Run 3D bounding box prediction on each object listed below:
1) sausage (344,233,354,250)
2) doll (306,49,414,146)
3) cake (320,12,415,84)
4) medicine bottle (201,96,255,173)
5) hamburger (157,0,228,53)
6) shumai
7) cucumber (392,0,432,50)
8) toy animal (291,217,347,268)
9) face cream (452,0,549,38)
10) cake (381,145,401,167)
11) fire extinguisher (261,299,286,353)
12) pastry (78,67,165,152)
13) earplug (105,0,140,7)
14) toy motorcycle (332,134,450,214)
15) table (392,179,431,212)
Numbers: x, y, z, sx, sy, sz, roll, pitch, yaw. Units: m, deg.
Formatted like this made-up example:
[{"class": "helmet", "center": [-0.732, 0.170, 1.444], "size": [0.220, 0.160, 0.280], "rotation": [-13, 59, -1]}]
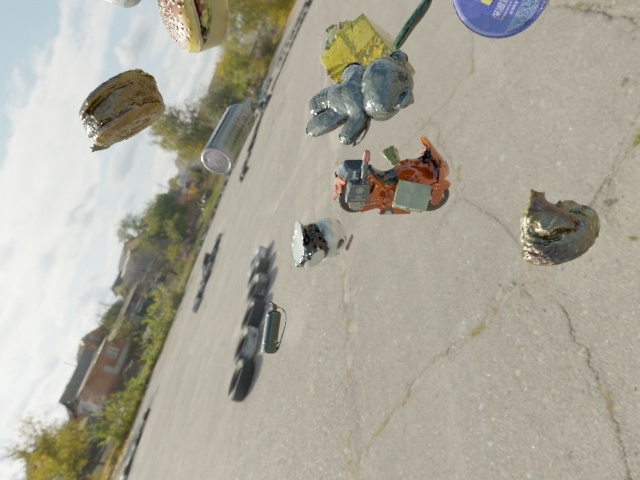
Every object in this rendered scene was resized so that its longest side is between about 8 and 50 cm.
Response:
[{"class": "sausage", "center": [0.094, 0.006, 1.535], "size": [0.015, 0.015, 0.100], "rotation": [-57, 3, 35]}, {"class": "doll", "center": [0.114, -0.378, 1.283], "size": [0.340, 0.158, 0.245], "rotation": [-21, 59, 42]}, {"class": "cake", "center": [0.151, -0.629, 1.636], "size": [0.222, 0.227, 0.286], "rotation": [-42, 67, 26]}, {"class": "medicine bottle", "center": [-0.151, -0.200, 0.830], "size": [0.057, 0.058, 0.199], "rotation": [-52, 17, 45]}, {"class": "hamburger", "center": [-0.410, -0.739, 1.462], "size": [0.300, 0.176, 0.300], "rotation": [42, 143, 43]}, {"class": "shumai", "center": [0.411, -0.018, 0.834], "size": [0.139, 0.105, 0.123], "rotation": [-65, 30, 4]}, {"class": "cucumber", "center": [0.258, -0.613, 1.319], "size": [0.184, 0.033, 0.036], "rotation": [-48, 10, 39]}, {"class": "toy animal", "center": [0.000, 0.000, 1.449], "size": [0.138, 0.179, 0.166], "rotation": [67, 151, 17]}, {"class": "face cream", "center": [0.400, -0.559, 1.019], "size": [0.111, 0.206, 0.206], "rotation": [-54, 5, -33]}, {"class": "cake", "center": [0.265, -0.266, 1.616], "size": [0.055, 0.051, 0.140], "rotation": [-38, 60, 17]}, {"class": "fire extinguisher", "center": [-0.075, 0.139, 0.758], "size": [0.025, 0.038, 0.083], "rotation": [-177, 94, -74]}, {"class": "pastry", "center": [-0.550, -0.367, 1.304], "size": [0.240, 0.132, 0.235], "rotation": [-37, 14, -28]}, {"class": "earplug", "center": [-0.557, -0.727, 1.218], "size": [0.175, 0.214, 0.326], "rotation": [-43, 23, -12]}, {"class": "toy motorcycle", "center": [0.197, -0.163, 1.219], "size": [0.147, 0.326, 0.221], "rotation": [-105, 16, -50]}, {"class": "table", "center": [0.220, -0.105, 1.144], "size": [0.083, 0.079, 0.062], "rotation": [18, -95, -86]}]
